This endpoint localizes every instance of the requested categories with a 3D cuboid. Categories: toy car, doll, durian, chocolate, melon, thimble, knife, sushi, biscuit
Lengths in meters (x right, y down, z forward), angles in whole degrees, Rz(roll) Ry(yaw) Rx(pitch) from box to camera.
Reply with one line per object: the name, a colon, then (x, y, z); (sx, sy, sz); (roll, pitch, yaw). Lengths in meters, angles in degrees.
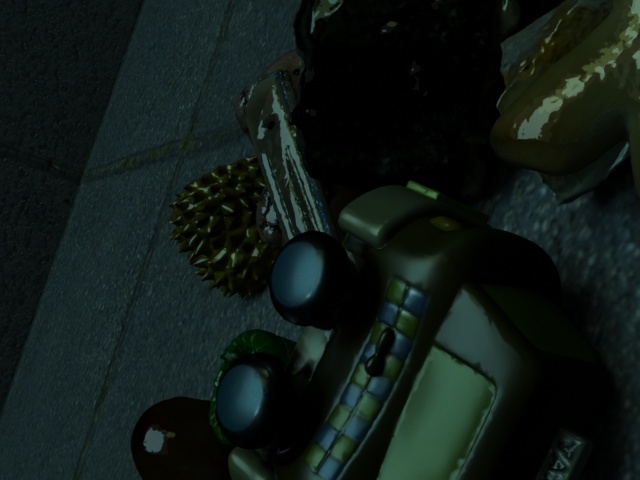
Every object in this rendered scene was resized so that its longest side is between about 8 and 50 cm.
toy car: (0.075, 0.106, 0.589); (0.198, 0.204, 0.248); (30, 97, 44)
doll: (-0.022, -0.077, 0.955); (0.201, 0.156, 0.303); (-30, 48, 37)
durian: (-0.104, -0.020, 1.145); (0.182, 0.165, 0.132); (-9, 24, 32)
chocolate: (-0.133, 0.225, 0.970); (0.127, 0.133, 0.124); (0, 75, 68)
melon: (0.180, -0.134, 0.638); (0.202, 0.093, 0.139); (-59, 17, 11)
thimble: (-0.049, 0.148, 0.903); (0.118, 0.090, 0.130); (-66, 23, 12)
knife: (0.003, 0.001, 0.833); (0.089, 0.043, 0.365); (-31, 64, 25)
sushi: (0.081, -0.207, 0.756); (0.211, 0.171, 0.350); (5, -86, -79)
biscuit: (0.202, -0.120, 0.537); (0.164, 0.047, 0.208); (25, 97, 27)
